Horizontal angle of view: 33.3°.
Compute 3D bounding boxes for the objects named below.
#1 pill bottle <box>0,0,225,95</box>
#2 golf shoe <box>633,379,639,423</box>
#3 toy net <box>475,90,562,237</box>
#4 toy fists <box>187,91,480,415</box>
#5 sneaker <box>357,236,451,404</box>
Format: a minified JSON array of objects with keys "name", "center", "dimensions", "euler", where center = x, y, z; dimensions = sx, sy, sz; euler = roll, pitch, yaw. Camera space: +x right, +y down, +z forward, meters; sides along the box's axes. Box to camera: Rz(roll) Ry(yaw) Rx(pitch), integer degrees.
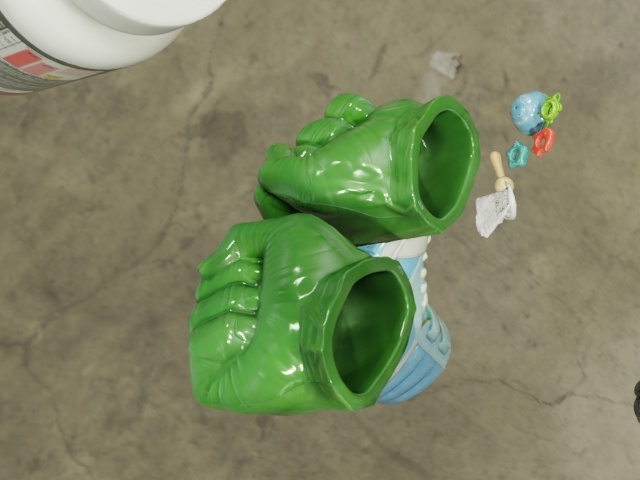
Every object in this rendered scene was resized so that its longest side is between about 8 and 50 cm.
[{"name":"pill bottle","center":[-0.232,-0.250,0.968],"dimensions":[0.363,0.210,0.210],"euler":[1,70,54]},{"name":"golf shoe","center":[0.406,0.165,1.032],"dimensions":[0.198,0.094,0.077],"euler":[4,67,22]},{"name":"toy net","center":[0.300,-0.109,1.593],"dimensions":[0.122,0.045,0.232],"euler":[26,101,56]},{"name":"toy fists","center":[0.000,0.000,0.732],"dimensions":[0.142,0.096,0.279],"euler":[-8,43,39]},{"name":"sneaker","center":[0.090,0.044,1.238],"dimensions":[0.127,0.208,0.319],"euler":[29,94,48]}]
